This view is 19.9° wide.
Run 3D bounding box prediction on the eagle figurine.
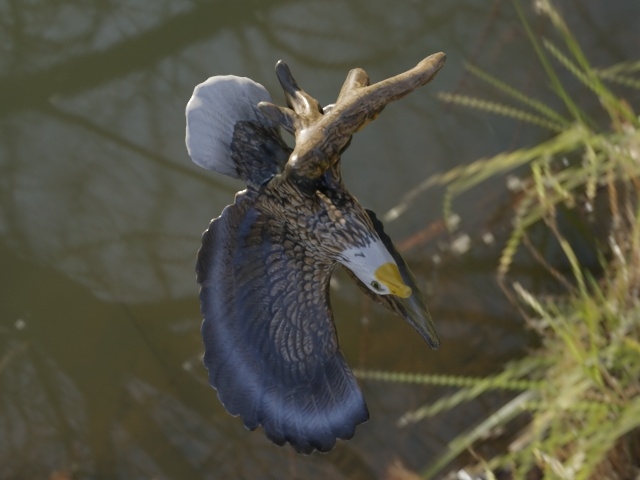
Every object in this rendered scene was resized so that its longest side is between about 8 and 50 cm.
[{"bbox_3d":[0.004,0.007,1.562,0.226,0.298,0.225,-4,44,-6],"label":"eagle figurine"}]
